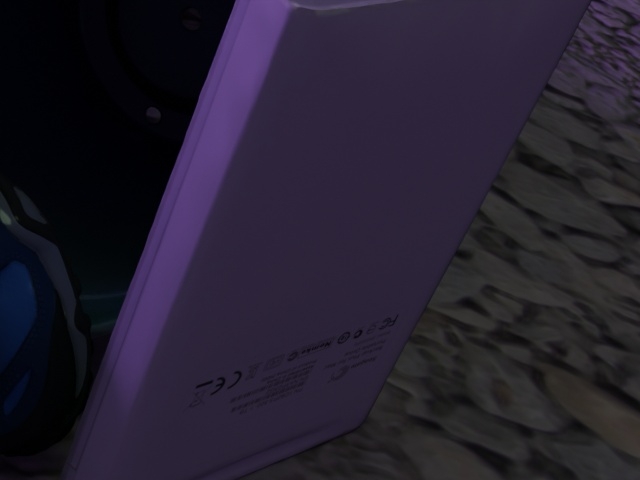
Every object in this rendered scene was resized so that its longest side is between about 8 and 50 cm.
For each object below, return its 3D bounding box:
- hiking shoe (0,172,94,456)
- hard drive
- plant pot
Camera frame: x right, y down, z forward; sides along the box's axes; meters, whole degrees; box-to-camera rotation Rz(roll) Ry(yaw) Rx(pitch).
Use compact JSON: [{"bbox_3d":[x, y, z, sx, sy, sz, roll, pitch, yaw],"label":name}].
[{"bbox_3d":[-0.222,-0.020,0.685,0.304,0.113,0.132,59,23,-4],"label":"hiking shoe"},{"bbox_3d":[0.000,0.000,0.700,0.203,0.307,0.040,-16,51,-43],"label":"hard drive"},{"bbox_3d":[-0.115,-0.110,0.836,0.271,0.271,0.255,30,22,7],"label":"plant pot"}]
